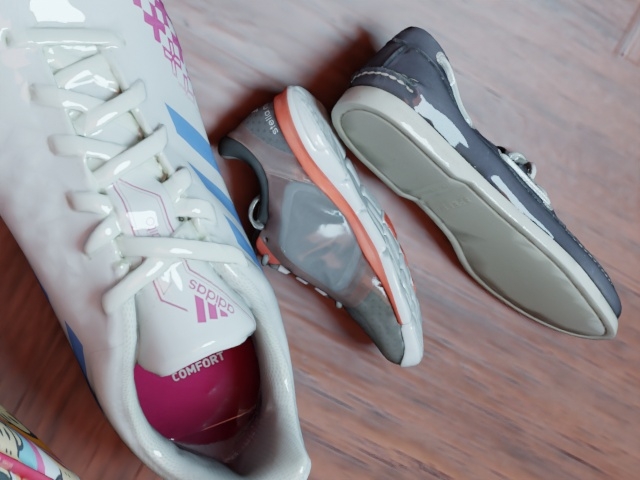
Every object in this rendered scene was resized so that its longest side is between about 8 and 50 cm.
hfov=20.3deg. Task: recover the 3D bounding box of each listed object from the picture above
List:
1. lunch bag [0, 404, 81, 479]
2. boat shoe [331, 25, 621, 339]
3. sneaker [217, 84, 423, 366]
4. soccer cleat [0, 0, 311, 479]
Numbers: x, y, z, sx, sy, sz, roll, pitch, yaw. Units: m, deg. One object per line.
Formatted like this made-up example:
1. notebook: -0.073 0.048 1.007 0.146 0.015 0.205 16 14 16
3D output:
1. lunch bag: -0.201 0.069 0.689 0.258 0.293 0.120 34 81 23
2. boat shoe: 0.093 -0.026 0.908 0.206 0.075 0.065 43 63 -26
3. sneaker: 0.000 0.000 0.901 0.065 0.061 0.158 -26 103 11
4. soccer cleat: -0.085 -0.022 0.797 0.116 0.143 0.331 -30 116 -11
